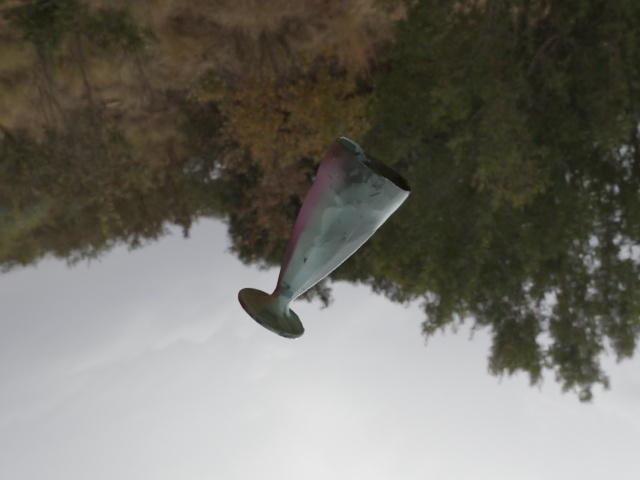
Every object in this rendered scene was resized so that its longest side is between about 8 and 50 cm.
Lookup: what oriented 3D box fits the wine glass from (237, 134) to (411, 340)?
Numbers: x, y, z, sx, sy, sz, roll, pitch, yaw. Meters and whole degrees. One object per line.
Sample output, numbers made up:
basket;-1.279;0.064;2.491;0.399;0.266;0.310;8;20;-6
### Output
wine glass;0.000;0.000;0.613;0.155;0.073;0.073;-55;179;12
